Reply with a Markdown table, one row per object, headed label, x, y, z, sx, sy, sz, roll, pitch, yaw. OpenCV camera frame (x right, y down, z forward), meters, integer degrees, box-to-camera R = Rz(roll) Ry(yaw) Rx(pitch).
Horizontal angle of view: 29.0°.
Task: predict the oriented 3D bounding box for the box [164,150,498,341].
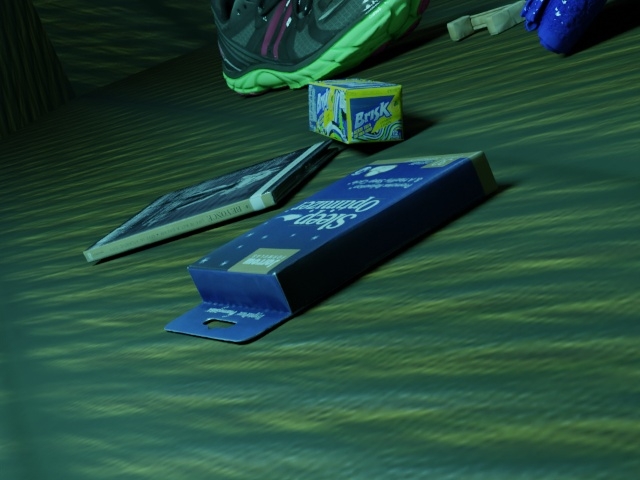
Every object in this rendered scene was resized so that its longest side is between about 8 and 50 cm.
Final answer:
| label | x | y | z | sx | sy | sz | roll | pitch | yaw |
| --- | --- | --- | --- | --- | --- | --- | --- | --- | --- |
| box | 0.000 | 0.000 | 0.876 | 0.225 | 0.036 | 0.136 | -32 | 16 | -26 |

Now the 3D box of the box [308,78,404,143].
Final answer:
| label | x | y | z | sx | sy | sz | roll | pitch | yaw |
| --- | --- | --- | --- | --- | --- | --- | --- | --- | --- |
| box | 0.033 | -0.131 | 1.238 | 0.059 | 0.054 | 0.169 | -5 | 11 | -12 |

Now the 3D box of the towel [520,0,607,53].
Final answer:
| label | x | y | z | sx | sy | sz | roll | pitch | yaw |
| --- | --- | --- | --- | --- | --- | --- | --- | --- | --- |
| towel | 0.314 | -0.348 | 1.256 | 0.308 | 0.076 | 0.227 | -56 | -1 | 27 |

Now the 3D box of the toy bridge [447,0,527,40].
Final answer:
| label | x | y | z | sx | sy | sz | roll | pitch | yaw |
| --- | --- | --- | --- | --- | --- | --- | --- | --- | --- |
| toy bridge | 0.238 | -0.282 | 1.563 | 0.063 | 0.026 | 0.188 | -28 | 15 | -24 |

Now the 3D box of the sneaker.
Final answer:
| label | x | y | z | sx | sy | sz | roll | pitch | yaw |
| --- | --- | --- | --- | --- | --- | --- | --- | --- | --- |
| sneaker | -0.029 | -0.342 | 1.846 | 0.185 | 0.202 | 0.483 | -34 | 17 | -34 |

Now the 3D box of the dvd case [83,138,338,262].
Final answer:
| label | x | y | z | sx | sy | sz | roll | pitch | yaw |
| --- | --- | --- | --- | --- | --- | --- | --- | --- | --- |
| dvd case | -0.106 | -0.040 | 1.228 | 0.221 | 0.018 | 0.164 | -17 | 14 | 28 |
